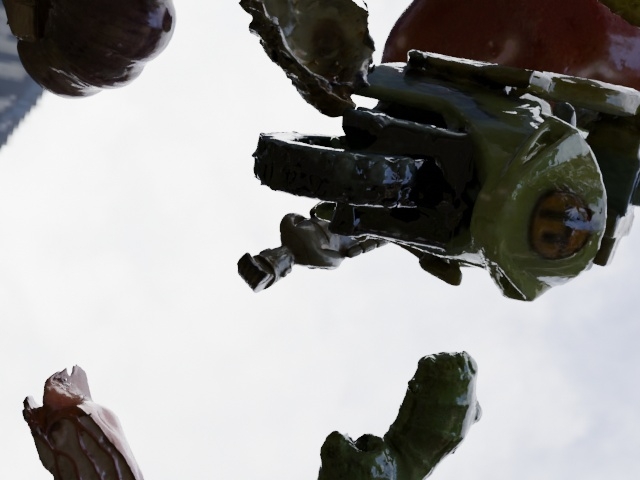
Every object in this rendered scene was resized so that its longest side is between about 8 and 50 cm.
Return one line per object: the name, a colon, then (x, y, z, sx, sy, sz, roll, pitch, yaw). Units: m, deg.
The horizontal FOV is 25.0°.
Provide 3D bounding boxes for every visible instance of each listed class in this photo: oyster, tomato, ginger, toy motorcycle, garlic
oyster: (-0.009, -0.141, 1.024, 0.148, 0.103, 0.051, -106, -148, -46)
tomato: (0.234, -0.179, 1.629, 0.293, 0.325, 0.290, -50, -137, 12)
ginger: (0.077, 0.244, 1.667, 0.290, 0.137, 0.089, -37, -159, 3)
toy motorcycle: (0.122, -0.056, 1.087, 0.237, 0.410, 0.168, 19, -74, 19)
garlic: (-0.253, -0.268, 1.512, 0.245, 0.160, 0.245, -23, -118, 51)

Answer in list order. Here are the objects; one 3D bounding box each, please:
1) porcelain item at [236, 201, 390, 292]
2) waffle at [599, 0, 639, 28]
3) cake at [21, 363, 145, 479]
porcelain item: (0.000, 0.000, 1.487, 0.084, 0.213, 0.054, 45, -39, 21)
waffle: (0.235, -0.246, 1.092, 0.229, 0.219, 0.057, 37, -53, 0)
cake: (-0.230, 0.269, 1.512, 0.098, 0.135, 0.287, -26, -100, -4)
